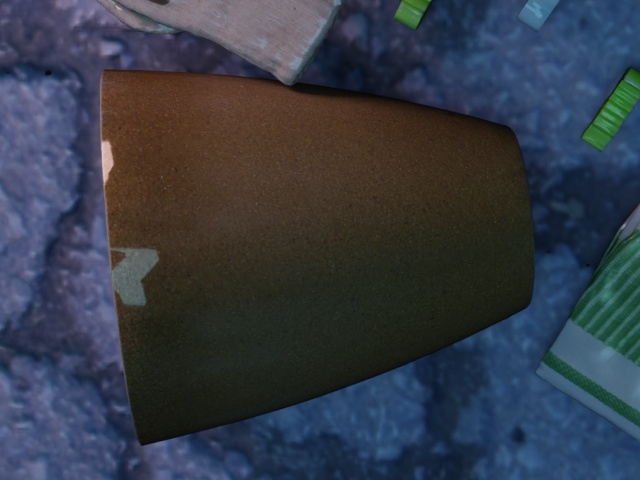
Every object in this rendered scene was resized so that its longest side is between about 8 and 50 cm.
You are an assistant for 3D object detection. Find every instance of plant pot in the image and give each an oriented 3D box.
[{"bbox_3d":[0.000,0.000,1.066,0.254,0.237,0.237,-5,103,-2],"label":"plant pot"}]

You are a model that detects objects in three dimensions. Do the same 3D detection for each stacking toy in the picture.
[{"bbox_3d":[0.167,-0.188,1.062,0.167,0.052,0.221,32,108,2],"label":"stacking toy"}]

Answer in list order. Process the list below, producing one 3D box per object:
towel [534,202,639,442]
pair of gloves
[{"bbox_3d":[0.314,0.016,1.064,0.248,0.038,0.325,35,107,17],"label":"towel"},{"bbox_3d":[-0.053,-0.234,1.042,0.204,0.042,0.240,23,93,12],"label":"pair of gloves"}]
